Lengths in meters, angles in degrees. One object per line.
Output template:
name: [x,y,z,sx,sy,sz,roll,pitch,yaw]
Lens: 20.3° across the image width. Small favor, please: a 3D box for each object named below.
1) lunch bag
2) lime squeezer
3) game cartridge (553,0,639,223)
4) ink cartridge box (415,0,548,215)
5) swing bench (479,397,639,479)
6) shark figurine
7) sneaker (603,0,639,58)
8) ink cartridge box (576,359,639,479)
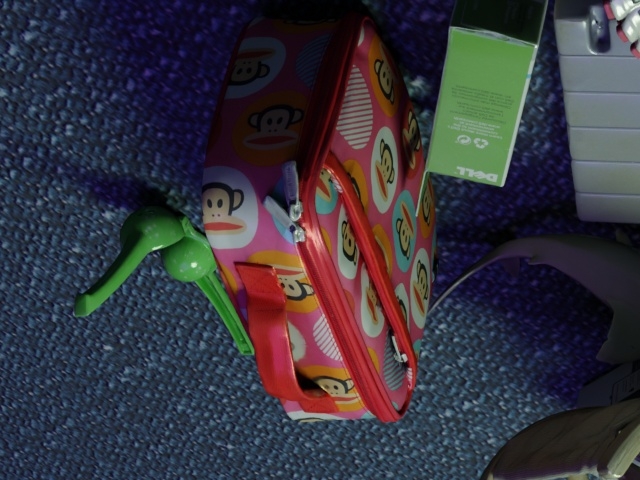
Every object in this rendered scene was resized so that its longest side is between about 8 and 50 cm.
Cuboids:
lunch bag: [0.000,0.000,1.351,0.120,0.258,0.293,0,141,20]
lime squeezer: [-0.125,0.029,1.571,0.059,0.110,0.310,-22,162,18]
game cartridge: [0.354,-0.092,1.279,0.355,0.068,0.230,3,145,16]
ink cartridge box: [0.119,-0.113,1.289,0.062,0.109,0.209,13,143,5]
swing bench: [0.293,0.217,1.387,0.255,0.165,0.253,51,162,-3]
shark figurine: [0.222,0.053,1.413,0.278,0.116,0.166,25,144,20]
sneaker: [0.211,-0.227,1.088,0.112,0.121,0.299,-10,128,22]
ink cartridge box: [0.344,0.160,1.576,0.153,0.087,0.208,30,141,-17]
